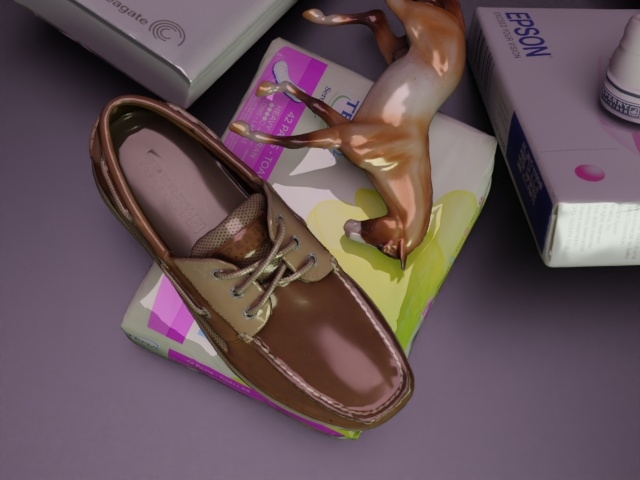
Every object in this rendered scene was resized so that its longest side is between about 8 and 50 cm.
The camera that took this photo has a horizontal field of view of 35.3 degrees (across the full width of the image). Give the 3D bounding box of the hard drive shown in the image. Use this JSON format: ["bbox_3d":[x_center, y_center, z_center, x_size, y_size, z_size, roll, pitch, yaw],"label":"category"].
[{"bbox_3d":[-0.107,-0.286,0.879,0.233,0.047,0.353,34,55,6],"label":"hard drive"}]

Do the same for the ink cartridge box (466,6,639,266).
[{"bbox_3d":[0.311,-0.101,0.832,0.330,0.071,0.324,-2,36,-3],"label":"ink cartridge box"}]

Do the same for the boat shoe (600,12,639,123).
[{"bbox_3d":[0.327,-0.158,0.781,0.258,0.084,0.095,-22,43,-33],"label":"boat shoe"}]

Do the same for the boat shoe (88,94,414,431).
[{"bbox_3d":[-0.060,0.016,0.751,0.324,0.116,0.123,42,80,7],"label":"boat shoe"}]

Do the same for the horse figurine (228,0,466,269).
[{"bbox_3d":[0.048,-0.129,0.819,0.175,0.066,0.263,25,72,5],"label":"horse figurine"}]

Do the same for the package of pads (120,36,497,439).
[{"bbox_3d":[0.000,0.000,0.869,0.229,0.101,0.296,26,78,2],"label":"package of pads"}]
